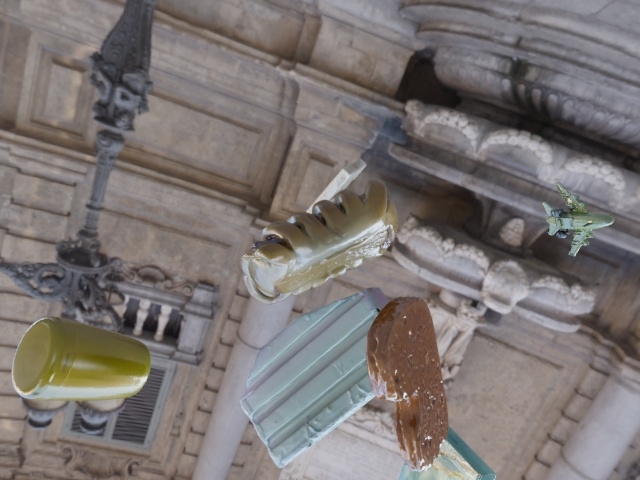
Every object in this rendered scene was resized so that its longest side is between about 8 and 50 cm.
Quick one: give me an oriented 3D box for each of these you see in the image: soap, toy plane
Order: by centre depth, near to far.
[{"bbox_3d":[0.332,-0.026,0.602,0.040,0.103,0.111,-21,-171,-6],"label":"toy plane"},{"bbox_3d":[0.009,0.314,1.144,0.261,0.446,0.156,52,-165,22],"label":"soap"}]

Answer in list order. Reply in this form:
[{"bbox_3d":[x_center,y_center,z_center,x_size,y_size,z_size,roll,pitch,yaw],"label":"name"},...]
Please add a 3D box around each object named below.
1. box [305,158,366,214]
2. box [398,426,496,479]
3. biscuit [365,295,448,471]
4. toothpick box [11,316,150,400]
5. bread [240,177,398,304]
[{"bbox_3d":[0.024,-0.102,0.980,0.024,0.167,0.090,46,-144,3],"label":"box"},{"bbox_3d":[0.196,0.442,0.787,0.041,0.230,0.162,13,-171,-24],"label":"box"},{"bbox_3d":[0.097,0.161,0.508,0.036,0.192,0.186,-9,-175,26],"label":"biscuit"},{"bbox_3d":[-0.540,0.287,1.078,0.175,0.175,0.271,34,-179,38],"label":"toothpick box"},{"bbox_3d":[0.000,0.000,0.608,0.225,0.134,0.081,-24,-118,-11],"label":"bread"}]
